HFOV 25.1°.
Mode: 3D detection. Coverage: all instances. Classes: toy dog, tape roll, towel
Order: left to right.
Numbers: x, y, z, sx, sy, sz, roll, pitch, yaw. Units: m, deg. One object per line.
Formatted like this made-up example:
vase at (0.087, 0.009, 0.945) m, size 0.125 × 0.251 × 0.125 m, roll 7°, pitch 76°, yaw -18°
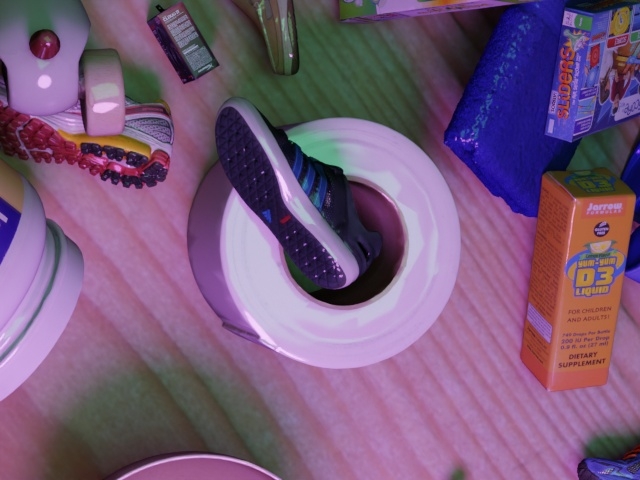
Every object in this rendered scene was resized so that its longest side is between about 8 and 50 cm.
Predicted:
toy dog at (-0.269, -0.251, 1.318) m, size 0.220 × 0.161 × 0.333 m, roll -24°, pitch 81°, yaw -22°
tape roll at (0.000, 0.000, 1.450) m, size 0.246 × 0.169 × 0.246 m, roll 0°, pitch 92°, yaw -17°
towel at (0.234, -0.196, 1.515) m, size 0.227 × 0.076 × 0.308 m, roll 37°, pitch 76°, yaw -55°

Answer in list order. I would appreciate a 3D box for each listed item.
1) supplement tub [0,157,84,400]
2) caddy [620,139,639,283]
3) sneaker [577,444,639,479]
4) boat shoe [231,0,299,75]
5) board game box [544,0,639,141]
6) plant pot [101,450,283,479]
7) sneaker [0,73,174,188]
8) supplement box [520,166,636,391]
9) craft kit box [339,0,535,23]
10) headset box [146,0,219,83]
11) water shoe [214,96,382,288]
supplement tub at (-0.396, -0.013, 1.263) m, size 0.331 × 0.241 × 0.241 m, roll 42°, pitch 80°, yaw -33°
caddy at (0.458, -0.064, 1.511) m, size 0.179 × 0.241 × 0.341 m, roll 22°, pitch 130°, yaw -11°
sneaker at (0.388, 0.248, 1.629) m, size 0.221 × 0.083 × 0.087 m, roll 0°, pitch 79°, yaw -22°
boat shoe at (-0.068, -0.259, 1.481) m, size 0.072 × 0.068 × 0.190 m, roll -11°, pitch 85°, yaw -4°
board game box at (0.312, -0.189, 1.527) m, size 0.201 × 0.035 × 0.136 m, roll -20°, pitch 123°, yaw -49°
plant pot at (-0.144, 0.334, 1.408) m, size 0.284 × 0.191 × 0.284 m, roll -1°, pitch 92°, yaw -17°
sneaker at (-0.253, -0.126, 1.426) m, size 0.225 × 0.088 × 0.092 m, roll 18°, pitch 60°, yaw -12°
supplement box at (0.274, 0.043, 1.538) m, size 0.078 × 0.080 × 0.233 m, roll -5°, pitch 115°, yaw -15°
craft kit box at (0.120, -0.353, 1.437) m, size 0.061 × 0.247 × 0.250 m, roll -5°, pitch 95°, yaw -49°
headset box at (-0.142, -0.203, 1.455) m, size 0.032 × 0.062 × 0.083 m, roll -34°, pitch 102°, yaw -13°
water shoe at (-0.022, -0.051, 1.329) m, size 0.080 × 0.073 × 0.203 m, roll -39°, pitch 100°, yaw -40°
